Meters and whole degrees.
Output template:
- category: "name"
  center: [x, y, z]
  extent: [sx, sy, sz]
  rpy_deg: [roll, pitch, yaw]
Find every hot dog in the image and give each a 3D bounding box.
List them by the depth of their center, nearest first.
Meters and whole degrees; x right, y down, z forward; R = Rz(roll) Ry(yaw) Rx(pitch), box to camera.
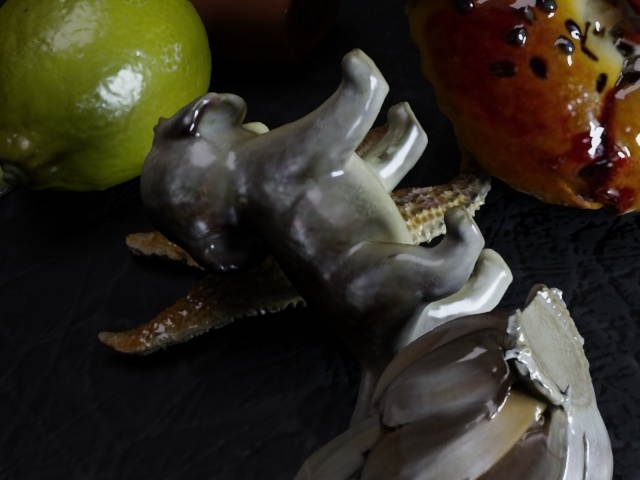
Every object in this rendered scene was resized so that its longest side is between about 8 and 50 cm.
- category: "hot dog"
  center: [0.232, -0.203, 0.756]
  extent: [0.366, 0.367, 0.196]
  rpy_deg: [-9, 7, 10]

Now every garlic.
- category: "garlic"
  center: [0.062, 0.117, 0.581]
  extent: [0.194, 0.127, 0.131]
  rpy_deg: [-31, 13, 17]

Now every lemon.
- category: "lemon"
  center: [-0.189, -0.134, 0.913]
  extent: [0.184, 0.184, 0.248]
  rpy_deg: [2, 38, 18]

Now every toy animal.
- category: "toy animal"
  center: [0.004, -0.016, 0.681]
  extent: [0.168, 0.121, 0.233]
  rpy_deg: [-45, 70, 5]

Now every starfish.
- category: "starfish"
  center: [-0.012, -0.004, 0.792]
  extent: [0.303, 0.060, 0.299]
  rpy_deg: [-13, 39, 0]

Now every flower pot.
- category: "flower pot"
  center: [-0.078, -0.249, 1.051]
  extent: [0.173, 0.190, 0.190]
  rpy_deg: [22, 47, 21]

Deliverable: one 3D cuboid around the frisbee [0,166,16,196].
- category: "frisbee"
  center: [-0.357, -0.080, 1.023]
  extent: [0.236, 0.017, 0.236]
  rpy_deg: [-8, 36, 6]
